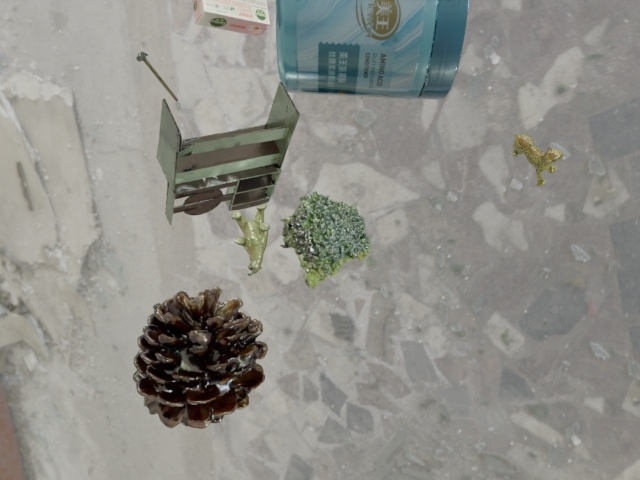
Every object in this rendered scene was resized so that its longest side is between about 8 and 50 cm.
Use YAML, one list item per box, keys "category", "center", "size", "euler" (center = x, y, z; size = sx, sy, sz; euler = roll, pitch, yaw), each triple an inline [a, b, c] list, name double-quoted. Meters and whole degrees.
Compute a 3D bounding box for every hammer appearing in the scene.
- category: "hammer"
  center: [-0.506, -0.511, 1.664]
  size: [0.017, 0.062, 0.182]
  euler: [-25, 129, 15]

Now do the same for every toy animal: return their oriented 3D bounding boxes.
- category: "toy animal"
  center: [0.581, -0.248, 1.456]
  size: [0.073, 0.136, 0.181]
  euler: [-33, 60, 8]
- category: "toy animal"
  center: [-0.186, -0.006, 1.470]
  size: [0.218, 0.103, 0.101]
  euler: [-108, 13, -52]

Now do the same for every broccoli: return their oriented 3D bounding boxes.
- category: "broccoli"
  center: [0.003, -0.007, 1.882]
  size: [0.293, 0.348, 0.281]
  euler: [53, 133, 14]

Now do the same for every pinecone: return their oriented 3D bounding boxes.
- category: "pinecone"
  center: [-0.264, 0.245, 1.159]
  size: [0.298, 0.242, 0.295]
  euler: [10, 94, 12]

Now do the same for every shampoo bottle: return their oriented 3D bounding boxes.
- category: "shampoo bottle"
  center: [0.091, -0.461, 1.079]
  size: [0.343, 0.331, 0.331]
  euler: [3, 112, 0]

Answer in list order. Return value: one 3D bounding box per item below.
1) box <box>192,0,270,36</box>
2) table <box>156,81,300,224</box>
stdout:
- category: "box"
  center: [-0.154, -0.407, 0.905]
  size: [0.043, 0.125, 0.089]
  euler: [-20, 75, 55]
- category: "table"
  center: [-0.120, -0.103, 0.655]
  size: [0.062, 0.146, 0.175]
  euler: [62, 150, 20]
